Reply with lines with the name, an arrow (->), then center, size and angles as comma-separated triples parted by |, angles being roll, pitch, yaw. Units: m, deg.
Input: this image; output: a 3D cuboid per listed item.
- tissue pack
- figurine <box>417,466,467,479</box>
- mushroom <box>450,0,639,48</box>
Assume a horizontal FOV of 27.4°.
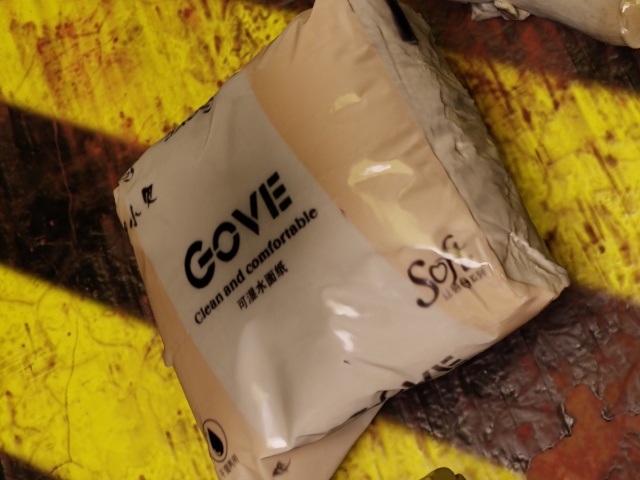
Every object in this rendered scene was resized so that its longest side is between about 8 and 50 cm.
tissue pack -> 0.000, 0.000, 1.183 | 0.375, 0.195, 0.390 | -40, 63, 25
figurine -> -0.016, 0.313, 1.122 | 0.315, 0.168, 0.187 | -21, 26, 28
mushroom -> 0.193, -0.242, 1.201 | 0.278, 0.096, 0.099 | 25, 89, 24
